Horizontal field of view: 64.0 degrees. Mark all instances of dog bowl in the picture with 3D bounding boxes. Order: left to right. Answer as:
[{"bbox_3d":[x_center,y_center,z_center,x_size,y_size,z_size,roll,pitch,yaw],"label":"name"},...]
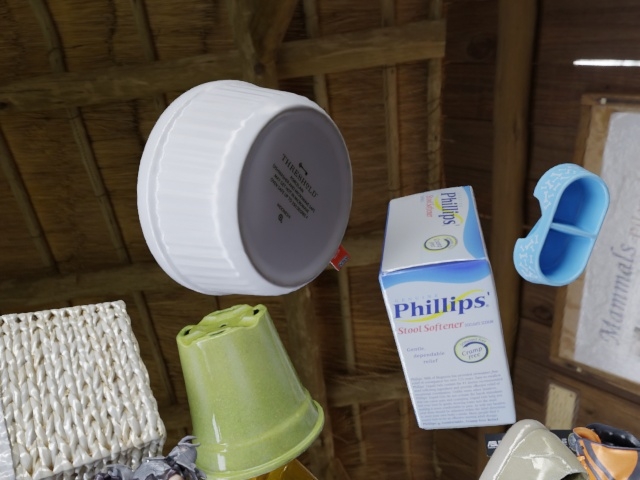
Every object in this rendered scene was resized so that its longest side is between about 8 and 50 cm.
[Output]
[{"bbox_3d":[0.570,-0.029,1.200,0.165,0.074,0.297,13,-79,-14],"label":"dog bowl"}]

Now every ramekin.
[{"bbox_3d":[-0.070,-0.056,0.622,0.272,0.127,0.273,-18,-67,-50],"label":"ramekin"}]

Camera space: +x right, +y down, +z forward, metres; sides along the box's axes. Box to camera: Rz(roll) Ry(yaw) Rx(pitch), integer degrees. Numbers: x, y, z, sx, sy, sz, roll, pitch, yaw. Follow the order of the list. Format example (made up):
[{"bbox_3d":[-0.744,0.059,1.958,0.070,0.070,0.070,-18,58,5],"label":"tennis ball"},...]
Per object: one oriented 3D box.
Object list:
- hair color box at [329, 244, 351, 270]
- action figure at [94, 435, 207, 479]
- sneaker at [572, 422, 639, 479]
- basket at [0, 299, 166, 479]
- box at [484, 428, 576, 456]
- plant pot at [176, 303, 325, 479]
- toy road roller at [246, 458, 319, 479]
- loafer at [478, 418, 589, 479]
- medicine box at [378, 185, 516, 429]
[{"bbox_3d":[0.000,0.000,1.066,0.043,0.072,0.141,-49,-45,-6],"label":"hair color box"},{"bbox_3d":[-0.271,0.363,0.685,0.285,0.185,0.099,-36,-88,-42],"label":"action figure"},{"bbox_3d":[0.475,0.434,0.929,0.124,0.321,0.180,-8,-109,-51],"label":"sneaker"},{"bbox_3d":[-0.462,0.334,0.925,0.266,0.331,0.328,-7,-43,-32],"label":"basket"},{"bbox_3d":[0.611,0.537,1.356,0.270,0.216,0.060,10,-116,-26],"label":"box"},{"bbox_3d":[-0.157,0.272,1.001,0.276,0.276,0.254,-24,-77,-40],"label":"plant pot"},{"bbox_3d":[-0.138,0.670,1.259,0.202,0.240,0.330,47,-146,-13],"label":"toy road roller"},{"bbox_3d":[0.203,0.328,0.561,0.102,0.092,0.269,39,-104,-27],"label":"loafer"},{"bbox_3d":[0.203,0.098,0.823,0.263,0.149,0.289,-69,-35,-61],"label":"medicine box"}]
